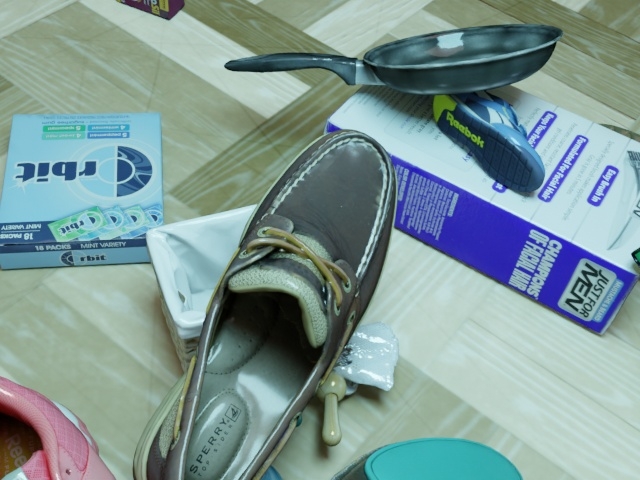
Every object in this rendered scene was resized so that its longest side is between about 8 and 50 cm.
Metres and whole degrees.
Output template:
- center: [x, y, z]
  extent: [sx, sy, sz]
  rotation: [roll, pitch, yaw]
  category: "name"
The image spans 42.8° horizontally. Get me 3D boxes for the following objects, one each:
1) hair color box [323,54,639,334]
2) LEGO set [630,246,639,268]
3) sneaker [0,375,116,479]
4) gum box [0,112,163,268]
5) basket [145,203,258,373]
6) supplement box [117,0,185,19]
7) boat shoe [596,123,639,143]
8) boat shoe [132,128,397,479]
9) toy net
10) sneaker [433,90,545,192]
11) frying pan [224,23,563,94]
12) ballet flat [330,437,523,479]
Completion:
- center: [0.189, -0.067, 0.867]
  extent: [0.338, 0.110, 0.185]
  rotation: [28, 52, 18]
  category: "hair color box"
- center: [0.372, 0.083, 0.758]
  extent: [0.244, 0.060, 0.183]
  rotation: [20, 46, -34]
  category: "LEGO set"
- center: [-0.171, 0.209, 0.541]
  extent: [0.116, 0.136, 0.314]
  rotation: [-38, 59, -18]
  category: "sneaker"
- center: [-0.241, -0.057, 0.840]
  extent: [0.156, 0.041, 0.184]
  rotation: [-3, 49, -10]
  category: "gum box"
- center: [-0.063, 0.044, 0.737]
  extent: [0.167, 0.103, 0.113]
  rotation: [-13, 52, -19]
  category: "basket"
- center: [-0.225, -0.334, 1.073]
  extent: [0.083, 0.055, 0.043]
  rotation: [22, 51, 11]
  category: "supplement box"
- center: [0.371, -0.068, 0.926]
  extent: [0.178, 0.060, 0.064]
  rotation: [34, 83, 17]
  category: "boat shoe"
- center: [-0.023, 0.050, 0.605]
  extent: [0.123, 0.123, 0.342]
  rotation: [33, 69, -5]
  category: "boat shoe"
- center: [-0.027, 0.141, 0.701]
  extent: [0.122, 0.045, 0.232]
  rotation: [35, 52, 23]
  category: "toy net"
- center: [0.173, -0.106, 0.794]
  extent: [0.059, 0.053, 0.144]
  rotation: [-23, 58, -26]
  category: "sneaker"
- center: [0.080, -0.171, 0.807]
  extent: [0.326, 0.053, 0.197]
  rotation: [-14, 22, -10]
  category: "frying pan"
- center: [0.030, 0.218, 0.583]
  extent: [0.316, 0.106, 0.107]
  rotation: [1, 35, -46]
  category: "ballet flat"
